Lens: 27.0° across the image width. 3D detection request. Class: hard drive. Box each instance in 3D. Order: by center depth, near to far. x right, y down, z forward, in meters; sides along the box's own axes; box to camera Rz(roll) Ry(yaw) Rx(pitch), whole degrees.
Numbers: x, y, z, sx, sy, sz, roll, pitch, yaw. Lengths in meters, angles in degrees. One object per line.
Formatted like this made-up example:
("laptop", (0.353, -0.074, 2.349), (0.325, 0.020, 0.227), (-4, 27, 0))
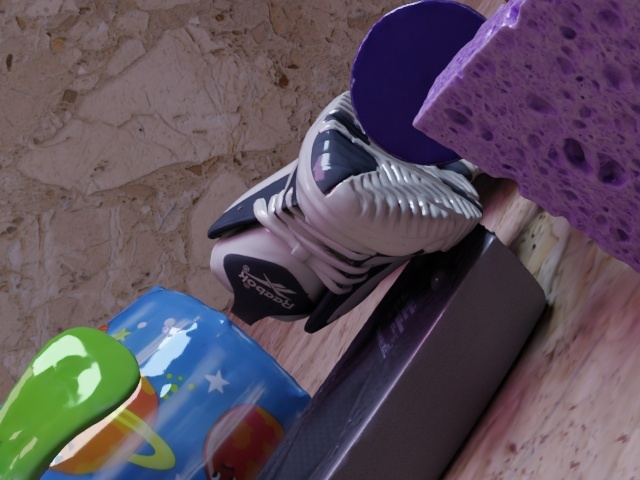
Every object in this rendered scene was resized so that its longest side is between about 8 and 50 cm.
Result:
("hard drive", (0.023, 0.103, 0.707), (0.254, 0.054, 0.172), (-55, 5, 4))

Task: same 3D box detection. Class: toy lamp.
("toy lamp", (0.092, -0.073, 0.682), (0.080, 0.080, 0.275), (-56, -12, 14))

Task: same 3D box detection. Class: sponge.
("sponge", (0.123, -0.062, 0.448), (0.031, 0.117, 0.210), (-59, 5, -27))

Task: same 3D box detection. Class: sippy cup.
("sippy cup", (-0.121, 0.161, 0.879), (0.224, 0.240, 0.305), (-47, 11, -19))

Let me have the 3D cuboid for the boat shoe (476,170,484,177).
("boat shoe", (0.076, -0.062, 0.984), (0.320, 0.118, 0.103), (150, 116, -72))

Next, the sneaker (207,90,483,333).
("sneaker", (0.000, 0.000, 0.694), (0.153, 0.094, 0.235), (-46, 6, 16))

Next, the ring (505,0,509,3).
("ring", (0.085, -0.221, 0.712), (0.032, 0.336, 0.336), (-29, 17, 21))
